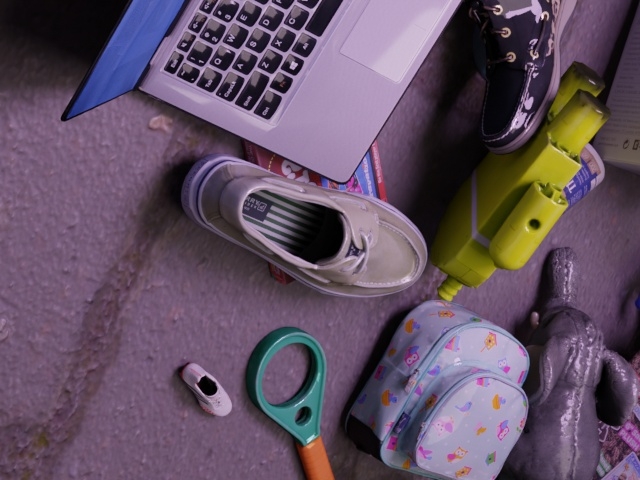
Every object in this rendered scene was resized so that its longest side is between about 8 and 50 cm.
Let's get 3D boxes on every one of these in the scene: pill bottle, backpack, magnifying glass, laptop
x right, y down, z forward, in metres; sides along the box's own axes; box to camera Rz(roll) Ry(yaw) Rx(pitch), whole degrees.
[{"bbox_3d":[0.255,-0.059,1.870,0.120,0.067,0.067,-38,128,-22],"label":"pill bottle"},{"bbox_3d":[0.140,0.166,1.819,0.166,0.144,0.188,24,89,-38],"label":"backpack"},{"bbox_3d":[-0.019,0.192,1.774,0.092,0.026,0.231,-34,127,-26],"label":"magnifying glass"},{"bbox_3d":[0.011,-0.230,1.413,0.408,0.236,0.382,24,105,-34],"label":"laptop"}]

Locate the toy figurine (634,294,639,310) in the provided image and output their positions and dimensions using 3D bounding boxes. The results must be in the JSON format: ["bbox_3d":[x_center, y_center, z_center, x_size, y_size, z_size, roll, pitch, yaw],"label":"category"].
[{"bbox_3d":[0.493,0.028,2.097,0.362,0.191,0.217,-1,137,-40],"label":"toy figurine"}]

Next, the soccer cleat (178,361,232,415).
[{"bbox_3d":[-0.110,0.152,1.672,0.029,0.035,0.083,-48,131,-15],"label":"soccer cleat"}]

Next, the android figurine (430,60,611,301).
[{"bbox_3d":[0.200,-0.054,1.731,0.056,0.248,0.273,32,112,-10],"label":"android figurine"}]

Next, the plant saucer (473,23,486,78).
[{"bbox_3d":[0.214,-0.221,1.799,0.119,0.021,0.119,-17,118,-35],"label":"plant saucer"}]

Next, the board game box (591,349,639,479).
[{"bbox_3d":[0.443,0.249,2.039,0.232,0.141,0.291,21,117,-44],"label":"board game box"}]

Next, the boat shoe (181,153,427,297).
[{"bbox_3d":[0.000,0.000,1.623,0.302,0.094,0.109,17,99,-39],"label":"boat shoe"}]

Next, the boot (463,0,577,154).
[{"bbox_3d":[0.165,-0.223,1.683,0.178,0.085,0.236,32,66,-34],"label":"boot"}]

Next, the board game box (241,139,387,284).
[{"bbox_3d":[-0.011,-0.107,1.653,0.145,0.027,0.281,-29,125,-27],"label":"board game box"}]

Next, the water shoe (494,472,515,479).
[{"bbox_3d":[0.227,0.365,2.018,0.080,0.073,0.203,-1,90,-28],"label":"water shoe"}]

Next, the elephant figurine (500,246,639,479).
[{"bbox_3d":[0.273,0.157,1.899,0.169,0.186,0.239,-14,128,-54],"label":"elephant figurine"}]

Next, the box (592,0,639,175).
[{"bbox_3d":[0.477,-0.216,1.863,0.215,0.168,0.345,18,90,-22],"label":"box"}]
